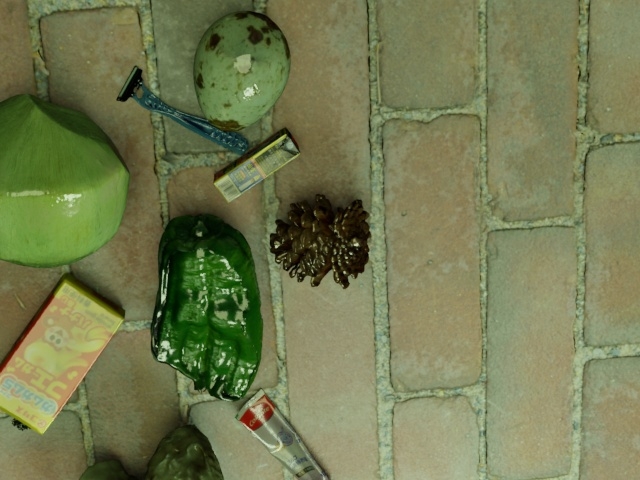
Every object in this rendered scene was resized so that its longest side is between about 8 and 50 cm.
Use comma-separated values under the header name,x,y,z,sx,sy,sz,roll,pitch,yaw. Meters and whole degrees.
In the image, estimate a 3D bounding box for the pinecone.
name,x,y,z,sx,sy,sz,roll,pitch,yaw
pinecone,0.002,0.001,1.913,0.195,0.150,0.179,-5,107,-2

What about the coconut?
name,x,y,z,sx,sy,sz,roll,pitch,yaw
coconut,-0.491,-0.111,1.781,0.329,0.281,0.328,16,131,20

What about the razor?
name,x,y,z,sx,sy,sz,roll,pitch,yaw
razor,-0.248,-0.228,1.887,0.253,0.042,0.082,26,62,-12

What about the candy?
name,x,y,z,sx,sy,sz,roll,pitch,yaw
candy,-0.507,0.214,1.950,0.146,0.088,0.276,37,90,-13

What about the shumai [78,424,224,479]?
name,x,y,z,sx,sy,sz,roll,pitch,yaw
shumai,-0.316,0.549,1.970,0.289,0.329,0.292,-14,151,-13

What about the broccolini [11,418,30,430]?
name,x,y,z,sx,sy,sz,roll,pitch,yaw
broccolini,-0.571,0.277,2.022,0.074,0.058,0.201,1,91,-19

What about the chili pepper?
name,x,y,z,sx,sy,sz,roll,pitch,yaw
chili pepper,-0.209,0.123,1.936,0.213,0.167,0.384,4,119,10

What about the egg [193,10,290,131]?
name,x,y,z,sx,sy,sz,roll,pitch,yaw
egg,-0.143,-0.295,1.808,0.169,0.169,0.231,15,124,-8

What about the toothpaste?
name,x,y,z,sx,sy,sz,roll,pitch,yaw
toothpaste,-0.056,0.439,2.098,0.075,0.048,0.301,-37,103,11

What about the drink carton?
name,x,y,z,sx,sy,sz,roll,pitch,yaw
drink carton,-0.117,-0.140,1.904,0.166,0.071,0.056,-33,110,7
